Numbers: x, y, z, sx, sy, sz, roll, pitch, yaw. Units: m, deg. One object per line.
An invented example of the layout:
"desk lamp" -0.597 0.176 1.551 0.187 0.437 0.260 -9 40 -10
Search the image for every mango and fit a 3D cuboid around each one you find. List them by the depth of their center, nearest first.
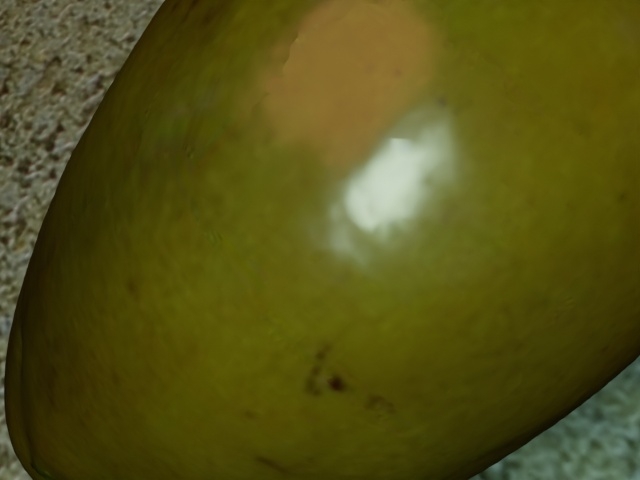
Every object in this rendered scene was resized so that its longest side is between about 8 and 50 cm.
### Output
"mango" 0.000 0.000 0.739 0.446 0.232 0.300 -42 8 50
